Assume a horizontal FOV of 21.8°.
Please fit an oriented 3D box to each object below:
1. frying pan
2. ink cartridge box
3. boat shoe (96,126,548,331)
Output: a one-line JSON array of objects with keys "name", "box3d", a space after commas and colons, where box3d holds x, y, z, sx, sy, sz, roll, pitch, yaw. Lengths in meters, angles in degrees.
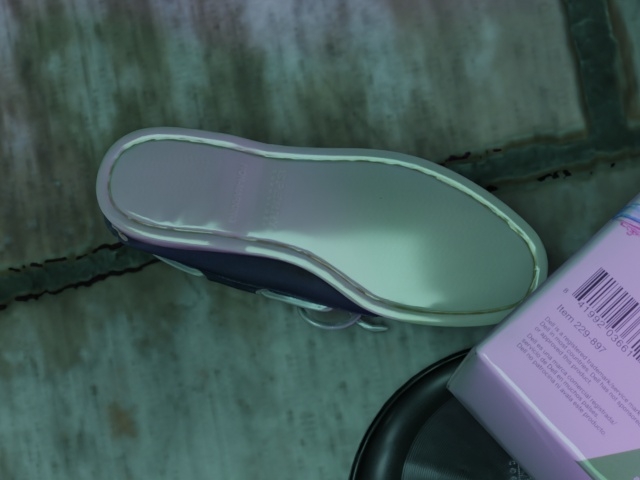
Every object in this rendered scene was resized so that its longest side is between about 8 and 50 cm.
[{"name": "frying pan", "box3d": [0.169, 0.159, 0.881, 0.326, 0.053, 0.197, 16, 69, 16]}, {"name": "ink cartridge box", "box3d": [0.195, 0.052, 0.845, 0.212, 0.093, 0.154, -41, 80, -16]}, {"name": "boat shoe", "box3d": [0.000, 0.000, 0.937, 0.255, 0.079, 0.095, 8, 76, 5]}]
